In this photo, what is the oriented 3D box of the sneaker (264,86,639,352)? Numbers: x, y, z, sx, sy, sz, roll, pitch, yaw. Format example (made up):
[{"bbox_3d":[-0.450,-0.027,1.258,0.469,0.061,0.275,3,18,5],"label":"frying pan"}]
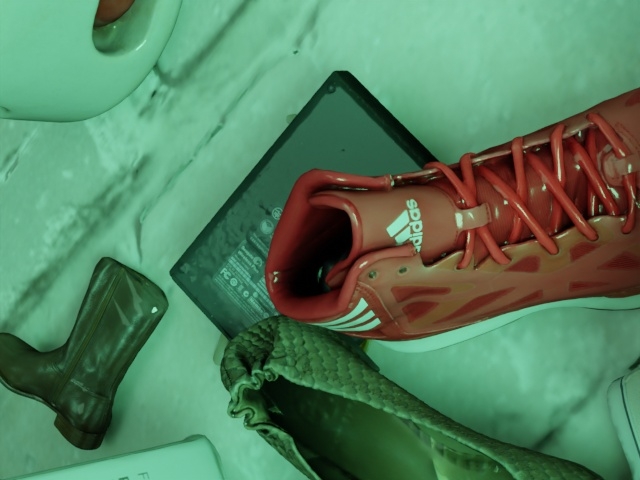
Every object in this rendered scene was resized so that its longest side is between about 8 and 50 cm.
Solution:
[{"bbox_3d":[0.076,-0.006,0.576,0.221,0.128,0.087,-29,74,29],"label":"sneaker"}]

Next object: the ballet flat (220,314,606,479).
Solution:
[{"bbox_3d":[0.042,0.101,0.614,0.250,0.058,0.084,34,112,38],"label":"ballet flat"}]

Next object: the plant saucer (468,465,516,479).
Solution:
[{"bbox_3d":[0.076,0.233,0.650,0.278,0.041,0.278,-1,89,43],"label":"plant saucer"}]

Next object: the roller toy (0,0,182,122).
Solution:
[{"bbox_3d":[-0.179,-0.165,0.823,0.209,0.146,0.191,-39,64,36],"label":"roller toy"}]

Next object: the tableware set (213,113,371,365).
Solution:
[{"bbox_3d":[-0.012,0.019,0.746,0.104,0.024,0.154,32,111,39],"label":"tableware set"}]

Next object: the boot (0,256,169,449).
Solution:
[{"bbox_3d":[-0.141,0.047,0.859,0.106,0.037,0.114,36,118,23],"label":"boot"}]

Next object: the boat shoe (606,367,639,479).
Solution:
[{"bbox_3d":[0.147,0.094,0.588,0.035,0.035,0.100,-38,58,40],"label":"boat shoe"}]

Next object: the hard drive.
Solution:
[{"bbox_3d":[0.000,0.000,0.706,0.094,0.022,0.135,46,113,13],"label":"hard drive"}]

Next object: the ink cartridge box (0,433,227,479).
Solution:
[{"bbox_3d":[-0.242,0.234,0.689,0.279,0.385,0.160,-39,66,49],"label":"ink cartridge box"}]
